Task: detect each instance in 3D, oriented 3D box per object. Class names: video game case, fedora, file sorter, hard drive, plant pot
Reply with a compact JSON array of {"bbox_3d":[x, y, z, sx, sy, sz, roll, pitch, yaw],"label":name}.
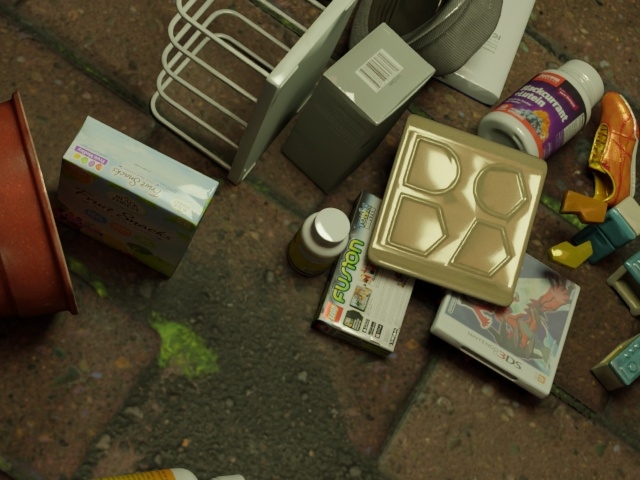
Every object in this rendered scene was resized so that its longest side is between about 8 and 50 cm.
[{"bbox_3d":[0.261,0.094,1.536,0.183,0.023,0.201,31,51,-6],"label":"video game case"},{"bbox_3d":[0.169,-0.330,1.569,0.124,0.244,0.275,39,51,-32],"label":"fedora"},{"bbox_3d":[-0.098,-0.243,1.442,0.173,0.277,0.193,36,64,1],"label":"file sorter"},{"bbox_3d":[0.228,-0.386,1.726,0.210,0.040,0.318,26,65,-6],"label":"hard drive"},{"bbox_3d":[-0.442,-0.010,1.268,0.265,0.272,0.272,-15,75,-14],"label":"plant pot"}]

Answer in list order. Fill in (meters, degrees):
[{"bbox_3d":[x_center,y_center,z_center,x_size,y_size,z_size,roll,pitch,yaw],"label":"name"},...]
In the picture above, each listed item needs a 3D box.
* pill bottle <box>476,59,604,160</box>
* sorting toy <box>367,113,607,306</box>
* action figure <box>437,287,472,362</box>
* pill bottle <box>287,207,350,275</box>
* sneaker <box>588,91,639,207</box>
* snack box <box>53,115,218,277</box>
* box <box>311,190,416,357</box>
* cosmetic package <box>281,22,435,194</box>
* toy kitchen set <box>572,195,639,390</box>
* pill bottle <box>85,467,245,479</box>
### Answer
[{"bbox_3d":[0.333,-0.188,1.644,0.193,0.108,0.108,-39,84,-26],"label":"pill bottle"},{"bbox_3d":[0.234,-0.026,1.530,0.307,0.041,0.229,18,75,-6],"label":"sorting toy"},{"bbox_3d":[0.193,0.110,1.532,0.038,0.030,0.115,-19,74,-20],"label":"action figure"},{"bbox_3d":[0.000,0.000,1.465,0.065,0.116,0.065,6,68,-15],"label":"pill bottle"},{"bbox_3d":[0.434,-0.135,1.651,0.067,0.064,0.175,-6,96,-24],"label":"sneaker"},{"bbox_3d":[-0.233,-0.048,1.363,0.175,0.207,0.070,27,64,-5],"label":"snack box"},{"bbox_3d":[0.073,0.044,1.515,0.114,0.036,0.207,24,65,-7],"label":"box"},{"bbox_3d":[0.044,-0.171,1.480,0.107,0.238,0.127,43,67,5],"label":"cosmetic package"},{"bbox_3d":[0.420,0.077,1.561,0.166,0.122,0.207,-34,82,-25],"label":"toy kitchen set"},{"bbox_3d":[-0.205,0.335,1.262,0.246,0.136,0.136,-4,71,-18],"label":"pill bottle"}]
